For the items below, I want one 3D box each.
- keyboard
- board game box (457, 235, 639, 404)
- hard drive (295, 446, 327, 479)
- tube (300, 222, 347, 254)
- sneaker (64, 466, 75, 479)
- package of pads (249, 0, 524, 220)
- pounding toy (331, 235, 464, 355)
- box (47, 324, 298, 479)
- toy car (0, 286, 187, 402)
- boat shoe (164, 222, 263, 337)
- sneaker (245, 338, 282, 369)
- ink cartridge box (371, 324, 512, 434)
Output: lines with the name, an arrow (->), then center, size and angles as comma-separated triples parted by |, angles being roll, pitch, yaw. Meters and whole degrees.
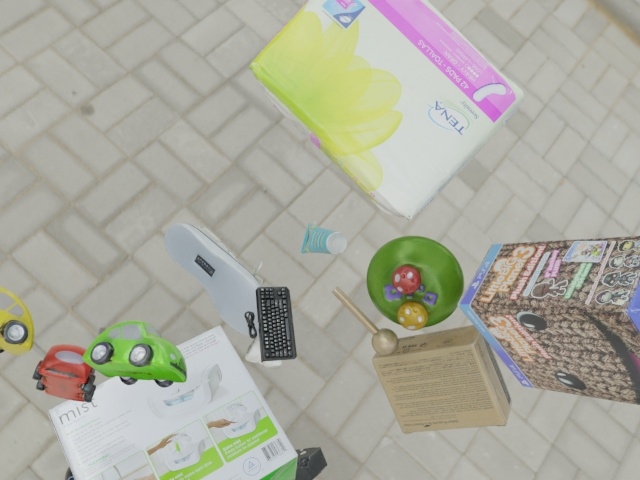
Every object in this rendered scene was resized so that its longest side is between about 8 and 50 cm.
keyboard -> -0.114, 0.183, 1.434 | 0.108, 0.023, 0.180 | -3, 56, -8
board game box -> 0.413, 0.127, 1.021 | 0.232, 0.291, 0.141 | 48, 62, -23
hard drive -> -0.175, 0.641, 1.697 | 0.237, 0.338, 0.064 | -23, 92, -52
tube -> 0.000, 0.000, 1.558 | 0.052, 0.207, 0.080 | 21, 85, -22
sneaker -> -0.390, 0.464, 1.110 | 0.081, 0.232, 0.090 | -6, 38, 1
package of pads -> 0.080, -0.196, 0.844 | 0.296, 0.101, 0.229 | 43, 95, 0
pounding toy -> 0.145, 0.108, 1.175 | 0.183, 0.237, 0.110 | 49, 24, -4
box -> -0.201, 0.284, 0.895 | 0.262, 0.127, 0.231 | -26, 61, -21
toy car -> -0.230, 0.106, 0.639 | 0.224, 0.239, 0.053 | 0, 58, 18
boat shoe -> -0.222, 0.091, 1.606 | 0.367, 0.136, 0.156 | 40, 20, 19
sneaker -> -0.113, 0.261, 1.698 | 0.115, 0.090, 0.232 | 33, 35, -4
ink cartridge box -> 0.252, 0.291, 1.340 | 0.088, 0.234, 0.193 | -44, 115, -56
